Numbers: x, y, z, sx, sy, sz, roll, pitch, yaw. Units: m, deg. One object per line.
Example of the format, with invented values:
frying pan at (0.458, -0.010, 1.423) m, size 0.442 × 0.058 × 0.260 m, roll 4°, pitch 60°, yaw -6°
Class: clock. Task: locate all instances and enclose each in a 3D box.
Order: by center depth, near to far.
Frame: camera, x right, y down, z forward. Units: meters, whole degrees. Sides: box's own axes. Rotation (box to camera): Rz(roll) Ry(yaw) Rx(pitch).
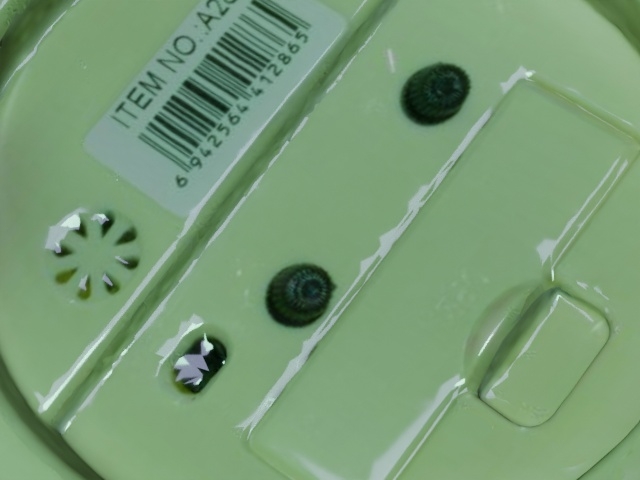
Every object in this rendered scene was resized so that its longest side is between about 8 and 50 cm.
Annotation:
clock at (0.000, 0.000, 0.510) m, size 0.309 × 0.114 × 0.284 m, roll 33°, pitch 80°, yaw 24°
